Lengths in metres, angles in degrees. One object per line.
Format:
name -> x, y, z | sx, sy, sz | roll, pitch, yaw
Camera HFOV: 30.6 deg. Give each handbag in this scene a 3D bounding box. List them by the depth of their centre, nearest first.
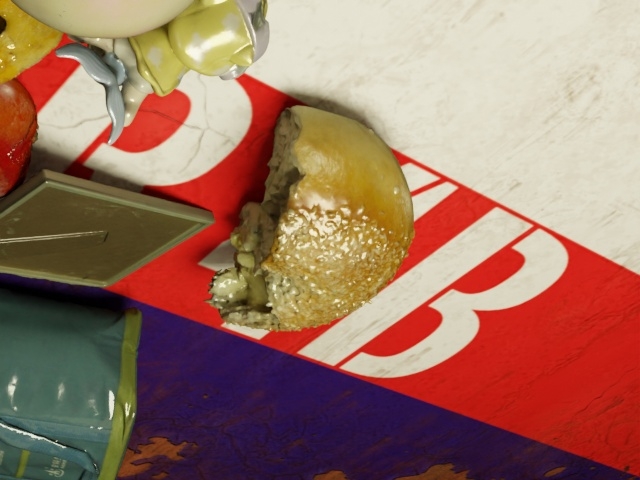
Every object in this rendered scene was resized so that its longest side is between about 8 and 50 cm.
handbag -> -0.356, 0.189, 1.454 | 0.241, 0.222, 0.263 | 8, 142, -12

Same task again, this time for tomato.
tomato -> -0.374, -0.094, 1.177 | 0.173, 0.099, 0.189 | 8, 142, -22

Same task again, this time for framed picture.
framed picture -> -0.272, -0.004, 1.314 | 0.192, 0.018, 0.265 | -30, 156, 27

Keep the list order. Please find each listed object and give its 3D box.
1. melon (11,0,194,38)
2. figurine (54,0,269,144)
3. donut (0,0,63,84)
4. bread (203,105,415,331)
melon -> -0.162, -0.292, 0.852 | 0.223, 0.223, 0.317 | -1, 139, -8
figurine -> -0.139, -0.180, 1.046 | 0.184, 0.208, 0.128 | 0, 128, 42
donut -> -0.316, -0.203, 1.025 | 0.190, 0.074, 0.174 | -22, 156, -32
bread -> 0.003, 0.003, 1.313 | 0.192, 0.171, 0.314 | 13, 139, -19
